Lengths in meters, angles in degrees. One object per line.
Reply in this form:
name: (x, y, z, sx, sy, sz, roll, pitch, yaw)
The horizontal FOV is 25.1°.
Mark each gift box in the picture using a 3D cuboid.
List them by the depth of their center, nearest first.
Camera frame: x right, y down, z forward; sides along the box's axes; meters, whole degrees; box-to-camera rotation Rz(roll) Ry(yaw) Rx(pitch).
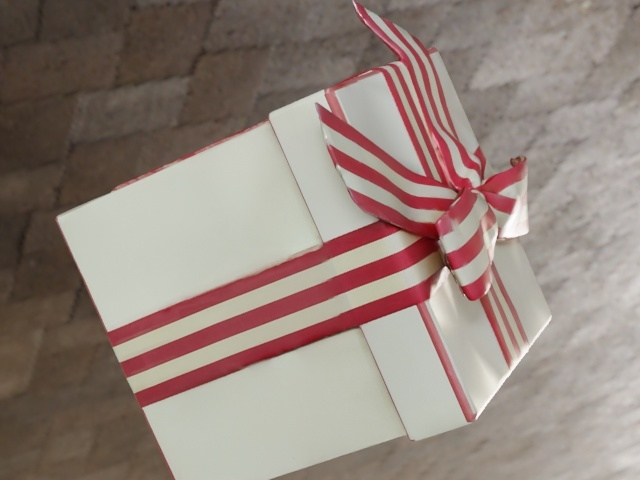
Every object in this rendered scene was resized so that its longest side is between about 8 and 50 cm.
gift box: (0.000, 0.000, 0.983, 0.258, 0.276, 0.255, -21, -170, 24)
